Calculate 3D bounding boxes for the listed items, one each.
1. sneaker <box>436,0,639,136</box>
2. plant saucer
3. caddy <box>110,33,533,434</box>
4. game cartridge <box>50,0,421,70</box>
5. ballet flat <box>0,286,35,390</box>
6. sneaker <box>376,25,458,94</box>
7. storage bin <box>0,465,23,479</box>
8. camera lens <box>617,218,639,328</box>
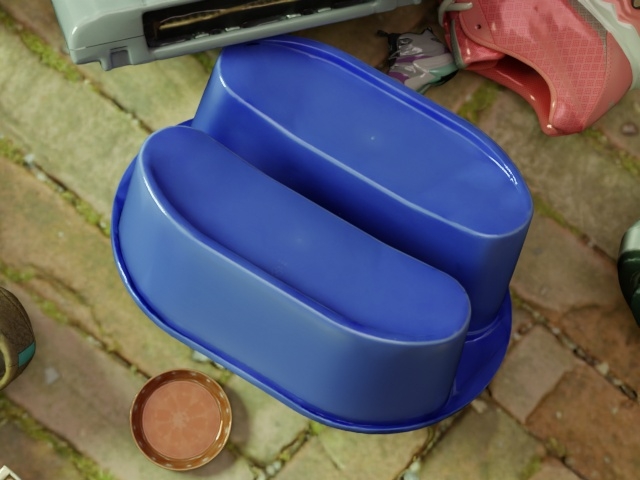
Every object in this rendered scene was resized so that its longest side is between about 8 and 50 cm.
[{"bbox_3d":[0.141,-0.217,1.205,0.314,0.116,0.136,44,78,3],"label":"sneaker"},{"bbox_3d":[-0.114,0.146,1.167,0.083,0.013,0.084,1,78,-4],"label":"plant saucer"},{"bbox_3d":[0.000,0.000,1.126,0.341,0.179,0.241,31,57,8],"label":"caddy"},{"bbox_3d":[-0.070,-0.219,1.160,0.297,0.062,0.198,-14,35,-11],"label":"game cartridge"},{"bbox_3d":[-0.384,0.088,1.068,0.342,0.124,0.116,1,103,-17],"label":"ballet flat"},{"bbox_3d":[0.064,-0.150,1.232,0.098,0.038,0.069,-31,81,-19],"label":"sneaker"},{"bbox_3d":[-0.221,0.355,1.061,0.260,0.123,0.262,40,78,4],"label":"storage bin"},{"bbox_3d":[0.390,-0.001,1.133,0.219,0.219,0.274,45,79,5],"label":"camera lens"}]
